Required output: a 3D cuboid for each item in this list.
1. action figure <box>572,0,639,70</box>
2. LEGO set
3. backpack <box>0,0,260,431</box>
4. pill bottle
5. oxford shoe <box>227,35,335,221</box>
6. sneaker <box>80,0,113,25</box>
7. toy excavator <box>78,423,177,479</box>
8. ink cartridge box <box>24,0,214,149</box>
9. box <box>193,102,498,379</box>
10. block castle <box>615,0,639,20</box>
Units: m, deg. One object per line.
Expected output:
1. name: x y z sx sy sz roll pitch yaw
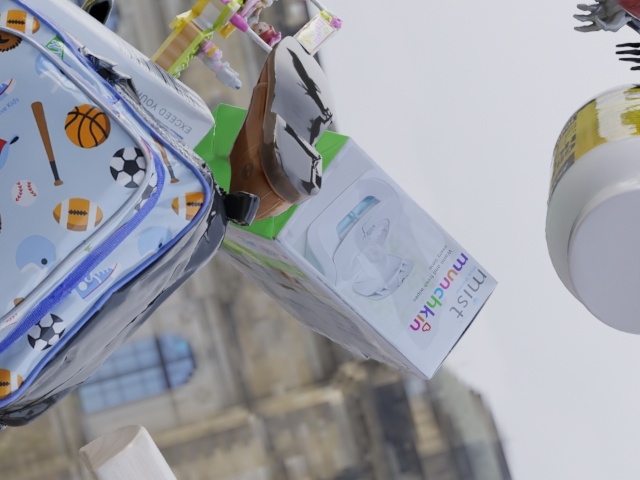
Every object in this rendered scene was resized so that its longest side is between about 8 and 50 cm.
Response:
1. action figure: 0.300 -0.280 1.931 0.276 0.140 0.164 63 13 -57
2. LEGO set: -0.081 -0.156 1.691 0.107 0.287 0.132 42 -17 0
3. backpack: -0.229 -0.037 1.317 0.263 0.276 0.213 44 -11 16
4. pill bottle: 0.314 -0.030 1.876 0.334 0.187 0.188 -65 146 -71
5. oxford shoe: -0.039 -0.090 1.507 0.076 0.076 0.212 46 29 -21
6. sneaker: -0.220 -0.204 1.810 0.083 0.031 0.035 -60 -161 21
7. toy excavator: -0.379 0.343 1.799 0.445 0.433 0.222 -15 -73 55
8. ink cartridge box: -0.303 -0.062 1.488 0.324 0.330 0.071 34 10 -37
9. box: 0.000 0.000 1.851 0.231 0.127 0.262 42 -11 -29
10. block castle: 0.374 -0.334 1.272 0.303 0.213 0.453 -18 -137 46
